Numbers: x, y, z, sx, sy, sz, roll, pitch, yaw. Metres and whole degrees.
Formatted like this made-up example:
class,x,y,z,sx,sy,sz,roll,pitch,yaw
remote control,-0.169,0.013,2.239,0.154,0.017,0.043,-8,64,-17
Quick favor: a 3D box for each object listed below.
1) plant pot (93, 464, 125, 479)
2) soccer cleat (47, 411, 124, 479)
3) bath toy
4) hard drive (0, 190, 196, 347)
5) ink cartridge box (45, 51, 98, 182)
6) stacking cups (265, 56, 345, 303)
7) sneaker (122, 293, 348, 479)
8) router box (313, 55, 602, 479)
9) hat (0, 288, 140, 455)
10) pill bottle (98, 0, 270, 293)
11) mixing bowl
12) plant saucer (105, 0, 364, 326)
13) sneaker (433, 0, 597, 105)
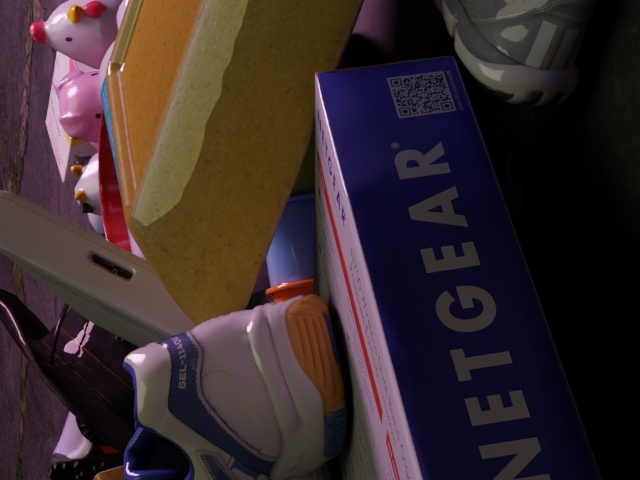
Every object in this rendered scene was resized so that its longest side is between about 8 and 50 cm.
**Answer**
class,x,y,z,sx,sy,sz,roll,pitch,yaw
plant pot,-0.198,0.291,1.738,0.083,0.081,0.081,66,153,20
soccer cleat,-0.239,0.202,1.828,0.318,0.109,0.116,115,168,-56
bath toy,-0.227,-0.117,1.691,0.151,0.129,0.348,127,137,-60
hard drive,-0.127,0.056,1.218,0.040,0.203,0.307,-62,-11,-9
ink cartridge box,-0.278,-0.148,1.902,0.198,0.067,0.115,107,151,-42
stacking cups,0.000,0.000,1.178,0.096,0.096,0.316,151,111,-67
sneaker,-0.057,0.133,0.997,0.296,0.131,0.112,89,169,-52
router box,0.064,0.122,0.886,0.301,0.082,0.335,91,169,-49
hat,-0.154,0.118,1.492,0.331,0.134,0.331,44,176,4
pill bottle,-0.104,-0.091,1.342,0.146,0.146,0.264,117,144,-52
mixing bowl,-0.142,-0.064,1.513,0.181,0.098,0.181,176,90,-70
plant saucer,-0.065,-0.153,1.045,0.333,0.081,0.332,-109,36,-59
sneaker,0.099,-0.193,0.909,0.228,0.086,0.132,57,140,35
